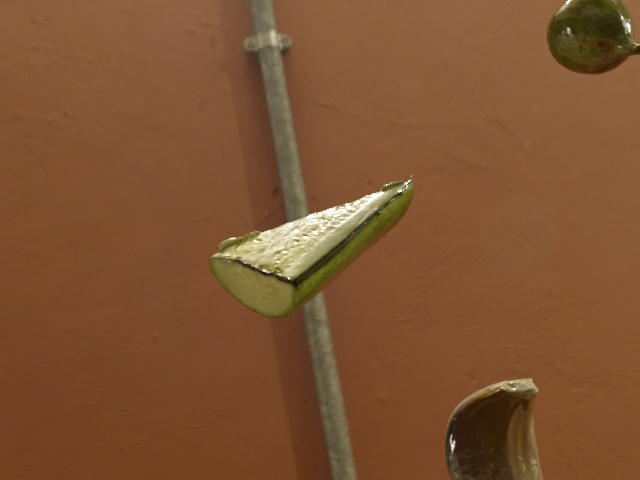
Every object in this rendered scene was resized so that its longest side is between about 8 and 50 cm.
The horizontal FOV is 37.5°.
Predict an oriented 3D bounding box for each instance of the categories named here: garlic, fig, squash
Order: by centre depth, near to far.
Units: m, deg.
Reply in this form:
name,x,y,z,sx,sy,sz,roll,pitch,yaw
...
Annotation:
name,x,y,z,sx,sy,sz,roll,pitch,yaw
garlic,0.212,0.263,1.076,0.090,0.129,0.198,10,-114,-46
squash,0.000,0.000,1.263,0.252,0.169,0.093,-40,-52,-33
fig,0.415,-0.288,1.329,0.124,0.236,0.124,-6,-70,-18
